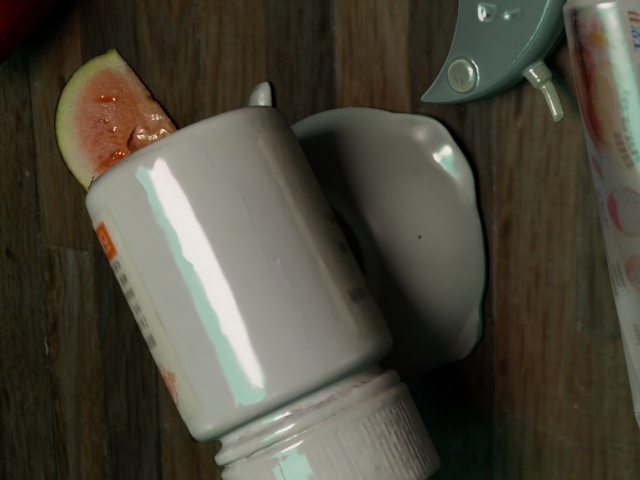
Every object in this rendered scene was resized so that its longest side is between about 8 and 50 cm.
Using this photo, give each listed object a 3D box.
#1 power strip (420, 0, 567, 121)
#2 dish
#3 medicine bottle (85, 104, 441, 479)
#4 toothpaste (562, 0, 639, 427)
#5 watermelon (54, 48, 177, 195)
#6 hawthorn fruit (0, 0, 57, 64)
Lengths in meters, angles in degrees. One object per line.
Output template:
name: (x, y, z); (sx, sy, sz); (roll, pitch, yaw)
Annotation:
power strip: (0.101, -0.172, 0.915); (0.137, 0.044, 0.216); (-17, 90, 38)
dish: (0.000, 0.000, 1.013); (0.246, 0.078, 0.224); (44, 125, 21)
medicine bottle: (-0.034, 0.054, 0.911); (0.144, 0.144, 0.252); (-32, 80, 38)
toothpaste: (0.192, -0.030, 0.864); (0.100, 0.066, 0.323); (8, 111, 63)
watermelon: (-0.151, -0.058, 1.140); (0.163, 0.087, 0.069); (56, 164, 16)
hawthorn fruit: (-0.255, -0.222, 1.099); (0.235, 0.181, 0.181); (-25, 86, 39)
